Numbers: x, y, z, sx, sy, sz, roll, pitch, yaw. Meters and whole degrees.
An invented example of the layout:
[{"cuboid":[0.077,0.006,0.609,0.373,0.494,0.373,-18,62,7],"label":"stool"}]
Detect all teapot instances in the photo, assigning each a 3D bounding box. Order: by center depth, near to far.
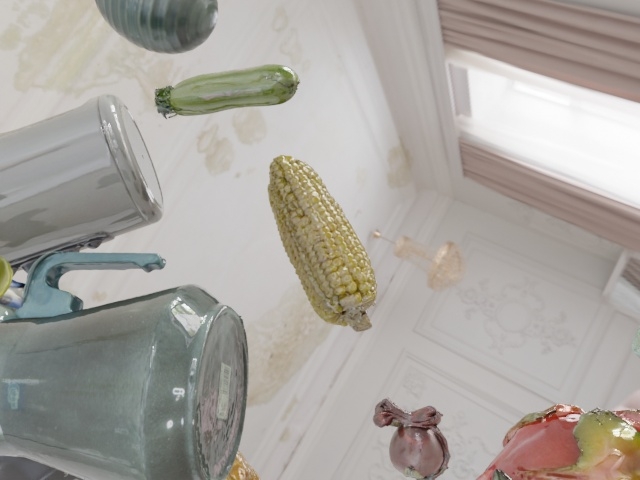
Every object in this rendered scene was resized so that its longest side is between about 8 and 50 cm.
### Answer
[{"cuboid":[-0.183,0.105,0.479,0.171,0.225,0.203,76,-163,-63],"label":"teapot"}]

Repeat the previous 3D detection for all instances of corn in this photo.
[{"cuboid":[0.000,0.000,0.932,0.119,0.322,0.119,-21,-20,-8],"label":"corn"}]

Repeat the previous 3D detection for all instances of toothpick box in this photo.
[{"cuboid":[-0.416,-0.067,0.887,0.316,0.229,0.229,-21,-36,-6],"label":"toothpick box"}]

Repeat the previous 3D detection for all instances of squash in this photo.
[{"cuboid":[-0.113,-0.179,0.704,0.052,0.183,0.052,-7,-90,-78],"label":"squash"}]

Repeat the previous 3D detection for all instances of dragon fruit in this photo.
[{"cuboid":[0.266,0.296,0.621,0.305,0.226,0.306,-14,-49,-17],"label":"dragon fruit"}]

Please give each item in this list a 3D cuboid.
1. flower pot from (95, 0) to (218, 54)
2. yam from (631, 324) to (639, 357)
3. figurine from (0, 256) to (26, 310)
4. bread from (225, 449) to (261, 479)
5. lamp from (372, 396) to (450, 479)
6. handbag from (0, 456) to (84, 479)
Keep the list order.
[{"cuboid":[-0.308,-0.453,1.098,0.189,0.243,0.157,-57,-8,-22],"label":"flower pot"},{"cuboid":[0.451,0.152,0.677,0.068,0.169,0.068,-53,-8,-10],"label":"yam"},{"cuboid":[-0.508,0.055,0.726,0.338,0.204,0.284,13,-85,-31],"label":"figurine"},{"cuboid":[-0.184,0.446,1.043,0.143,0.139,0.229,-38,-51,-17],"label":"bread"},{"cuboid":[0.250,0.555,1.612,0.151,0.214,0.224,72,-158,-71],"label":"lamp"},{"cuboid":[-0.509,0.451,1.287,0.288,0.152,0.342,-37,-40,9],"label":"handbag"}]
